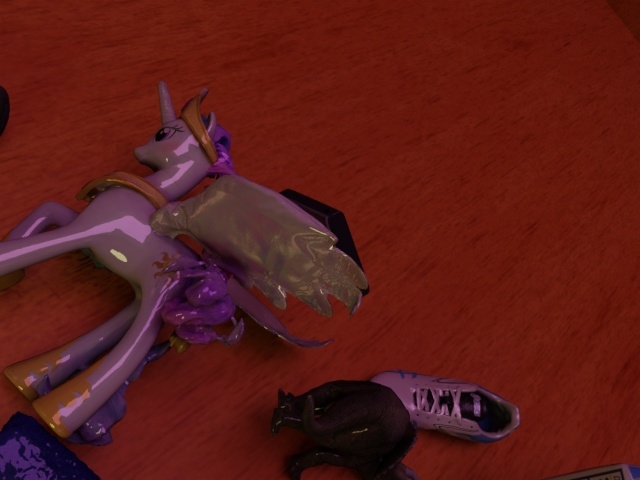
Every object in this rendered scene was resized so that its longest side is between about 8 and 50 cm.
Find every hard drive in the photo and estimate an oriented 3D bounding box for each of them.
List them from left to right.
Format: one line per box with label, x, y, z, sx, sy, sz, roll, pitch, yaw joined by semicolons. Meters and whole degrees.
hard drive;0.000;0.000;0.691;0.022;0.135;0.094;-27;113;-16

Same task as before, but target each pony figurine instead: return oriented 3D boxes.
pony figurine;-0.158;0.026;0.678;0.351;0.303;0.363;44;64;7

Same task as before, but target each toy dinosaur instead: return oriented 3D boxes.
toy dinosaur;0.035;0.198;0.720;0.160;0.314;0.121;-7;50;4

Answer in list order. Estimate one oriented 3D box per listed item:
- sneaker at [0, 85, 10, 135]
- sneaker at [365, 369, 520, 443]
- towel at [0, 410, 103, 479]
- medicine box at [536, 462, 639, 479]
sneaker;-0.473;-0.115;0.647;0.129;0.111;0.297;42;43;15
sneaker;0.163;0.217;0.874;0.237;0.086;0.085;16;58;-24
towel;-0.226;0.326;0.536;0.308;0.076;0.227;47;66;-5
medicine box;0.344;0.370;0.770;0.263;0.289;0.149;15;57;-26
